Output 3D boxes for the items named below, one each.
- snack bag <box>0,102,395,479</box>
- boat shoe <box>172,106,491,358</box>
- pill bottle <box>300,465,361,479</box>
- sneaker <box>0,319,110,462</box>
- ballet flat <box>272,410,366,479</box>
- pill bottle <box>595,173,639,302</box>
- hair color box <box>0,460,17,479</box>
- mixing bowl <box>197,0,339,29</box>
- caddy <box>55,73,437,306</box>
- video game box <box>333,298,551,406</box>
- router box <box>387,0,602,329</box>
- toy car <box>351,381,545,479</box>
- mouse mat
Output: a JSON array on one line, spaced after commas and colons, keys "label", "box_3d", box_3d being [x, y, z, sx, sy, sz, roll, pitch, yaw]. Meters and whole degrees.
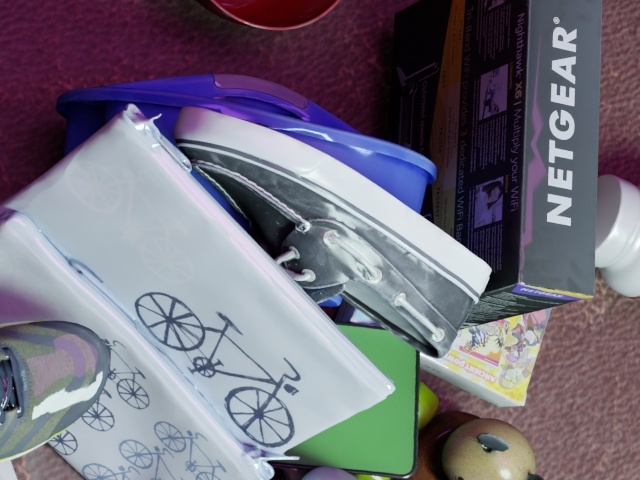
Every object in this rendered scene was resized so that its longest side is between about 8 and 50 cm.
[{"label": "snack bag", "box_3d": [-0.143, 0.082, 1.501, 0.323, 0.342, 0.037, 47, 41, -14]}, {"label": "boat shoe", "box_3d": [0.000, 0.000, 1.457, 0.301, 0.108, 0.102, 32, 78, -31]}, {"label": "pill bottle", "box_3d": [-0.025, 0.362, 1.564, 0.181, 0.181, 0.323, 36, 91, -19]}, {"label": "sneaker", "box_3d": [-0.288, 0.130, 1.400, 0.300, 0.121, 0.111, -19, 90, -29]}, {"label": "ballet flat", "box_3d": [-0.019, 0.208, 1.687, 0.079, 0.077, 0.221, 27, 75, -18]}, {"label": "pill bottle", "box_3d": [0.360, 0.014, 1.882, 0.216, 0.121, 0.121, 23, 73, -23]}, {"label": "hair color box", "box_3d": [-0.422, 0.238, 1.446, 0.374, 0.113, 0.185, -20, 91, -28]}, {"label": "mixing bowl", "box_3d": [-0.068, -0.272, 1.713, 0.181, 0.098, 0.181, 4, 82, -28]}, {"label": "caddy", "box_3d": [-0.067, -0.053, 1.605, 0.341, 0.241, 0.179, 13, 83, -26]}, {"label": "video game box", "box_3d": [0.132, 0.038, 1.802, 0.205, 0.048, 0.187, 27, 68, -21]}, {"label": "router box", "box_3d": [0.149, -0.086, 1.668, 0.081, 0.243, 0.309, 10, 76, -26]}, {"label": "toy car", "box_3d": [0.140, 0.219, 1.699, 0.155, 0.188, 0.149, 44, 66, -15]}, {"label": "mouse mat", "box_3d": [-0.005, 0.138, 1.676, 0.190, 0.007, 0.152, 6, 58, -3]}]
